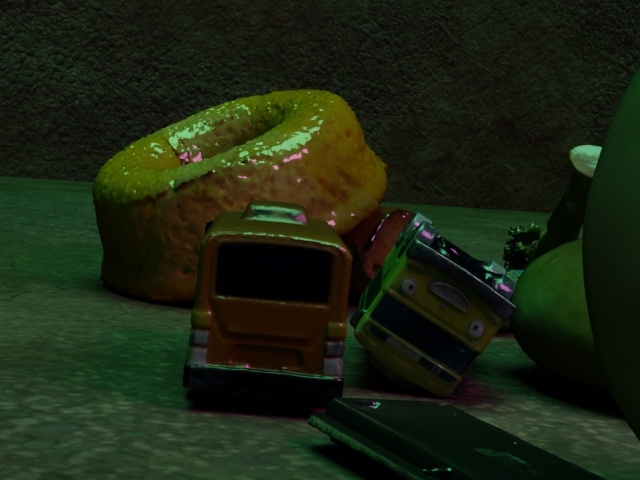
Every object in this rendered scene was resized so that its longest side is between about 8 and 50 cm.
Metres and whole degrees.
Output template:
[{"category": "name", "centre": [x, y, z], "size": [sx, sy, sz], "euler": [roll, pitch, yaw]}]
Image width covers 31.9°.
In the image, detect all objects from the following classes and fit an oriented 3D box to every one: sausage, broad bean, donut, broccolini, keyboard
[{"category": "sausage", "centre": [0.000, 0.002, 1.187], "size": [0.109, 0.108, 0.271], "euler": [1, 8, -34]}, {"category": "broad bean", "centre": [0.277, 0.057, 0.786], "size": [0.291, 0.119, 0.238], "euler": [6, 14, 34]}, {"category": "donut", "centre": [-0.088, -0.058, 1.092], "size": [0.303, 0.110, 0.303], "euler": [-16, 23, 7]}, {"category": "broccolini", "centre": [0.217, -0.019, 1.056], "size": [0.074, 0.079, 0.392], "euler": [42, -14, 14]}, {"category": "keyboard", "centre": [0.083, 0.110, 0.511], "size": [0.094, 0.025, 0.230], "euler": [4, 6, -29]}]

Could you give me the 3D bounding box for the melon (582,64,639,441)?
[{"category": "melon", "centre": [0.244, 0.012, 0.405], "size": [0.269, 0.268, 0.330], "euler": [10, -7, 45]}]

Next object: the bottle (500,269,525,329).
[{"category": "bottle", "centre": [0.230, 0.056, 1.059], "size": [0.217, 0.060, 0.060], "euler": [2, 6, -33]}]

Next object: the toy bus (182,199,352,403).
[{"category": "toy bus", "centre": [-0.034, 0.034, 0.732], "size": [0.098, 0.114, 0.201], "euler": [6, 5, -3]}]

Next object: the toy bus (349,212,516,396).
[{"category": "toy bus", "centre": [0.078, 0.045, 0.793], "size": [0.088, 0.101, 0.175], "euler": [35, 7, 0]}]
